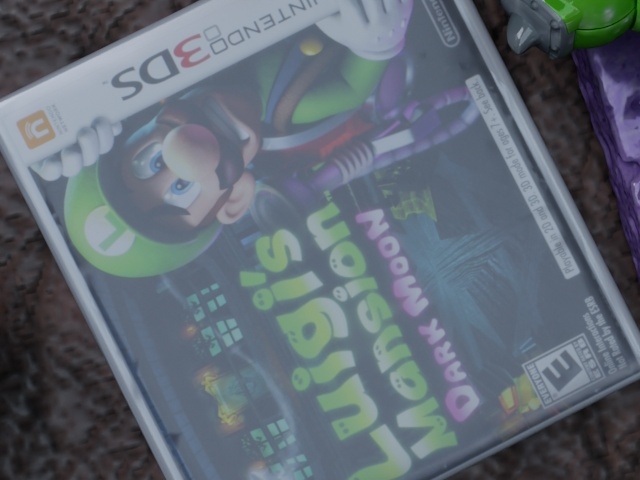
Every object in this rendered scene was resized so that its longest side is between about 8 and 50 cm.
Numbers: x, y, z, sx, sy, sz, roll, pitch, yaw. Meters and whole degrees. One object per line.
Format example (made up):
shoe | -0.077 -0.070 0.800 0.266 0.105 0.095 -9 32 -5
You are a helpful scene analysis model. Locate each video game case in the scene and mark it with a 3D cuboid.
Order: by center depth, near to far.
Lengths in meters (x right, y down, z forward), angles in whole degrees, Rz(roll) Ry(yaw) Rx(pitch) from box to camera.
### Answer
video game case | 0.000 0.000 0.619 0.173 0.022 0.190 -27 90 -2

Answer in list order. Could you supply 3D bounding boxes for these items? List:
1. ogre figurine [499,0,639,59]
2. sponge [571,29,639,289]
ogre figurine | 0.128 -0.117 0.564 0.197 0.097 0.118 3 69 -17
sponge | 0.144 -0.090 0.622 0.117 0.031 0.210 -16 88 -4
